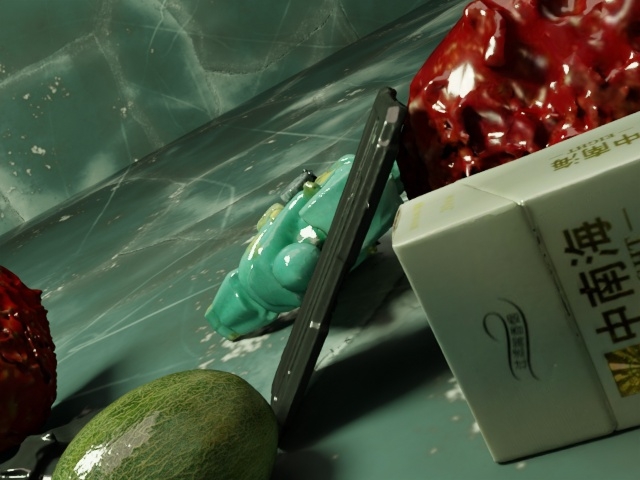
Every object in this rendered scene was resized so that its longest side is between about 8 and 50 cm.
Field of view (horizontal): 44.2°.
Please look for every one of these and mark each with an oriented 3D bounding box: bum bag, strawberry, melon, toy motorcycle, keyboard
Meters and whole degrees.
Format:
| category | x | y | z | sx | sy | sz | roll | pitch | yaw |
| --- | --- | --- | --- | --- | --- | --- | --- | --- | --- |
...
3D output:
| category | x | y | z | sx | sy | sz | roll | pitch | yaw |
| --- | --- | --- | --- | --- | --- | --- | --- | --- | --- |
| bum bag | -0.264 | 0.209 | 0.642 | 0.248 | 0.060 | 0.123 | -29 | 15 | -13 |
| strawberry | 0.186 | -0.062 | 0.539 | 0.274 | 0.274 | 0.221 | -21 | 56 | 17 |
| melon | -0.100 | 0.150 | 0.494 | 0.167 | 0.114 | 0.114 | -39 | 22 | -33 |
| toy motorcycle | -0.001 | 0.001 | 0.726 | 0.296 | 0.109 | 0.198 | -41 | 8 | 42 |
| strawberry | -0.317 | 0.114 | 0.723 | 0.178 | 0.234 | 0.234 | 4 | 35 | 44 |
| keyboard | 0.008 | 0.020 | 0.566 | 0.016 | 0.262 | 0.106 | 18 | 18 | -6 |

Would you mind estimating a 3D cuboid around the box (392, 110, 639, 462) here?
| category | x | y | z | sx | sy | sz | roll | pitch | yaw |
| --- | --- | --- | --- | --- | --- | --- | --- | --- | --- |
| box | 0.178 | 0.013 | 0.419 | 0.242 | 0.155 | 0.067 | -22 | 18 | 17 |
